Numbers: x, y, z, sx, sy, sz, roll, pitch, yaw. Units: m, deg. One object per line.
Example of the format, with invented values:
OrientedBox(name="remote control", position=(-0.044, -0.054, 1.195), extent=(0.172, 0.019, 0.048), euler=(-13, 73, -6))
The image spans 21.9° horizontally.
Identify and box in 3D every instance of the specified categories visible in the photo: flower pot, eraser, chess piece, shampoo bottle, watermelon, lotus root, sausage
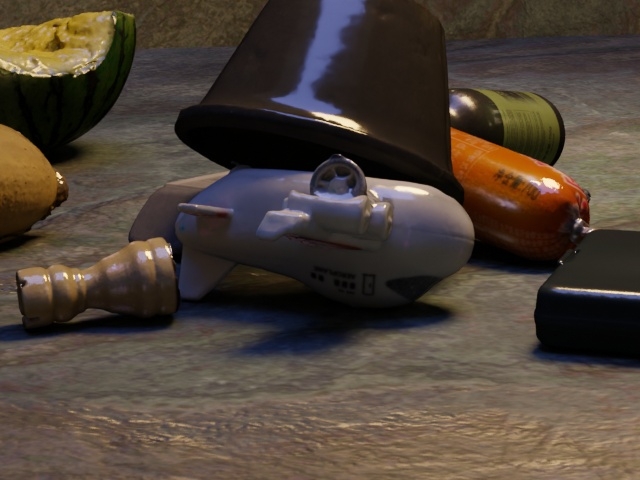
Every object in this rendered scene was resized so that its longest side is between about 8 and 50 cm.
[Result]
OrientedBox(name="flower pot", position=(0.017, -0.133, 1.472), extent=(0.269, 0.166, 0.269), euler=(15, -12, 3))
OrientedBox(name="eraser", position=(-0.045, -0.042, 1.657), extent=(0.089, 0.061, 0.352), euler=(10, 15, 39))
OrientedBox(name="chess piece", position=(-0.177, 0.037, 1.306), extent=(0.122, 0.066, 0.066), euler=(-9, 14, -17))
OrientedBox(name="shampoo bottle", position=(0.166, -0.116, 1.804), extent=(0.101, 0.101, 0.284), euler=(7, 7, 33))
OrientedBox(name="watermelon", position=(-0.395, -0.191, 2.085), extent=(0.330, 0.189, 0.331), euler=(-3, -3, 0))
OrientedBox(name="lotus root", position=(-0.379, -0.052, 1.556), extent=(0.303, 0.131, 0.146), euler=(-10, 14, -35))
OrientedBox(name="sausage", position=(0.142, -0.052, 1.557), extent=(0.093, 0.093, 0.312), euler=(-11, 24, -39))

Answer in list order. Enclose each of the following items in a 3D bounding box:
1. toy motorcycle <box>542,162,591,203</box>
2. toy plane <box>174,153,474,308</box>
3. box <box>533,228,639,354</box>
OrientedBox(name="toy motorcycle", position=(0.183, -0.045, 1.660), extent=(0.124, 0.061, 0.193), euler=(-12, 14, -15))
OrientedBox(name="toy plane", position=(0.001, -0.004, 1.354), extent=(0.252, 0.118, 0.252), euler=(4, -6, 0))
OrientedBox(name="box", position=(0.265, 0.038, 1.289), extent=(0.160, 0.050, 0.230), euler=(4, 14, 19))
